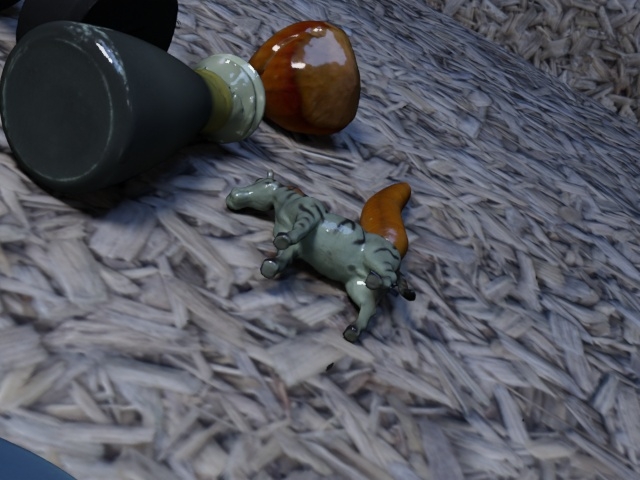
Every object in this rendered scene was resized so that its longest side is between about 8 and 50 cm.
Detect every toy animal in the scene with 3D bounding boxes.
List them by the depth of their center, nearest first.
[{"bbox_3d":[-0.011,0.001,0.903,0.255,0.090,0.170,40,27,16],"label":"toy animal"}]

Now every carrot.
[{"bbox_3d":[0.089,-0.037,1.084,0.066,0.062,0.271,-5,24,8],"label":"carrot"}]

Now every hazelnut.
[{"bbox_3d":[-0.021,-0.250,1.221,0.182,0.182,0.182,21,29,-12],"label":"hazelnut"}]

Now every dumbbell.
[{"bbox_3d":[-0.355,-0.326,1.014,0.322,0.204,0.203,39,30,18],"label":"dumbbell"}]

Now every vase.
[{"bbox_3d":[-0.191,-0.157,0.937,0.173,0.173,0.321,37,24,16],"label":"vase"}]

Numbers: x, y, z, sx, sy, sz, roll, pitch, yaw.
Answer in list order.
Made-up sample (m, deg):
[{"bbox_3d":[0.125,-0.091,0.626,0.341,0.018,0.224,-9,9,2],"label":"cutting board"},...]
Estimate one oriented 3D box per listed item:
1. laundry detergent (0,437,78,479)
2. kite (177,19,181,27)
[{"bbox_3d":[-0.231,0.149,0.494,0.206,0.061,0.097,31,37,8],"label":"laundry detergent"},{"bbox_3d":[-0.310,-0.449,1.297,0.152,0.015,0.285,59,7,32],"label":"kite"}]
